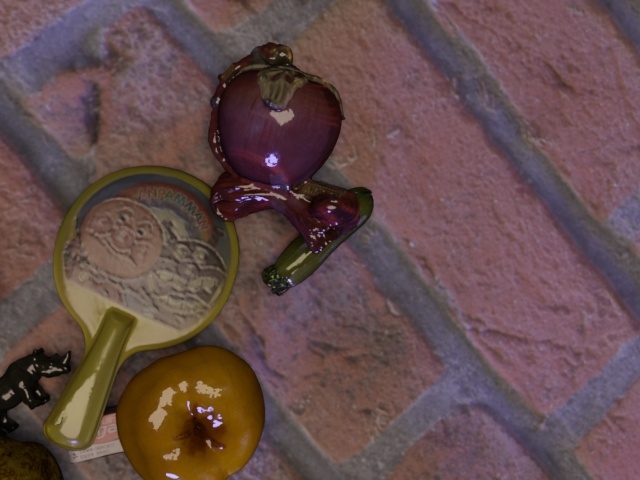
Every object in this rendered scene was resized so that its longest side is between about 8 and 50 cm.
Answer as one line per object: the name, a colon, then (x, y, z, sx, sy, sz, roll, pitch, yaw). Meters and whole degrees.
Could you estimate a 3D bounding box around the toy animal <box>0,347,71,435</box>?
toy animal: (-0.361, 0.178, 1.116, 0.136, 0.047, 0.065, -39, 88, -2)

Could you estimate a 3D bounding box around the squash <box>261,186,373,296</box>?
squash: (0.000, 0.000, 1.173, 0.183, 0.052, 0.052, -45, 97, -7)

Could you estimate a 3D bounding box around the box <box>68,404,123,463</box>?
box: (-0.210, 0.227, 1.144, 0.218, 0.039, 0.055, -10, 93, -9)

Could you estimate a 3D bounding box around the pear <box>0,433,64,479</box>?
pear: (-0.384, 0.307, 1.038, 0.197, 0.197, 0.197, 0, 90, -9)

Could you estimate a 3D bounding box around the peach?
peach: (-0.148, 0.211, 1.074, 0.179, 0.103, 0.179, -2, 98, -18)

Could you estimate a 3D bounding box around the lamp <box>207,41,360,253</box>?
lamp: (-0.038, -0.122, 1.123, 0.215, 0.151, 0.223, 17, 121, 18)

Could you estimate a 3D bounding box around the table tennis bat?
table tennis bat: (-0.239, 0.079, 1.117, 0.224, 0.054, 0.368, 26, 76, -10)
